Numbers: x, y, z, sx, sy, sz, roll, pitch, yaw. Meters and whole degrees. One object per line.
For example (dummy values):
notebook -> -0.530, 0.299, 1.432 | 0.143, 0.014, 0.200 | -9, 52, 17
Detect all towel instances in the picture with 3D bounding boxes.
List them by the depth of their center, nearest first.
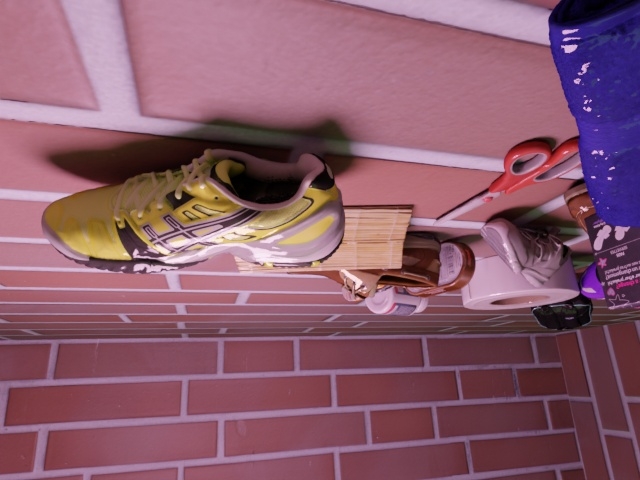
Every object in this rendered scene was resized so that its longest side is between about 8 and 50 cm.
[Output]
towel -> 0.339, -0.126, 0.352 | 0.227, 0.076, 0.308 | -11, 145, 34

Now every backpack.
backpack -> 0.741, 0.195, 1.307 | 0.165, 0.145, 0.188 | -16, 135, 30

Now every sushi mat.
sushi mat -> 0.000, 0.000, 0.756 | 0.316, 0.019, 0.152 | -1, 135, -4

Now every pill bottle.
pill bottle -> 0.224, 0.162, 1.220 | 0.180, 0.108, 0.107 | 14, 156, -39

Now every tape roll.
tape roll -> 0.518, 0.114, 1.127 | 0.285, 0.100, 0.286 | -2, 162, -1

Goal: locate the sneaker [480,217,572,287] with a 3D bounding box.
sneaker -> 0.411, 0.003, 0.836 | 0.115, 0.105, 0.281 | -45, 141, 20

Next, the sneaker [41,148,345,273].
sneaker -> -0.160, -0.053, 0.541 | 0.384, 0.145, 0.147 | -4, 141, -3

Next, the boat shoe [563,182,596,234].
boat shoe -> 0.514, -0.022, 0.708 | 0.307, 0.105, 0.110 | 12, 157, -36

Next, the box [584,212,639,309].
box -> 0.521, 0.009, 0.553 | 0.247, 0.142, 0.163 | 1, 161, -11

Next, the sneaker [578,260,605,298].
sneaker -> 0.664, 0.043, 0.936 | 0.146, 0.102, 0.293 | 7, 149, -15

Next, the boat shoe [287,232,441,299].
boat shoe -> 0.090, 0.056, 0.864 | 0.323, 0.120, 0.123 | -3, 161, 2

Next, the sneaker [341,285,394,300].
sneaker -> 0.135, 0.106, 1.087 | 0.083, 0.084, 0.214 | 6, 159, -38

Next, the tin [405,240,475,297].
tin -> 0.254, 0.063, 0.936 | 0.040, 0.106, 0.189 | 18, 153, -29

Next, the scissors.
scissors -> 0.281, -0.073, 0.659 | 0.108, 0.021, 0.297 | -1, 160, -10
